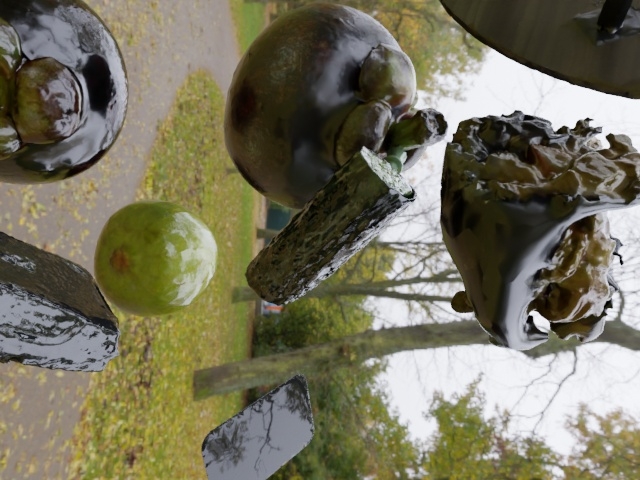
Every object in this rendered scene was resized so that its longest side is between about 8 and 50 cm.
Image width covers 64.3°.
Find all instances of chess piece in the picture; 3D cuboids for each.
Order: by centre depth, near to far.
[{"bbox_3d":[0.092,-0.093,0.663,0.093,0.042,0.042,-59,160,-50],"label":"chess piece"}]

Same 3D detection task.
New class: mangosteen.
[{"bbox_3d":[-0.405,-0.217,0.702,0.313,0.297,0.297,17,-69,39],"label":"mangosteen"},{"bbox_3d":[0.010,-0.190,0.787,0.330,0.330,0.330,-178,-90,-85],"label":"mangosteen"}]

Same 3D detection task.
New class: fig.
[{"bbox_3d":[-0.350,0.038,1.142,0.326,0.258,0.258,-14,106,-84],"label":"fig"}]

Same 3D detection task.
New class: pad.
[{"bbox_3d":[-0.114,0.440,0.987,0.055,0.250,0.323,29,-54,34],"label":"pad"}]

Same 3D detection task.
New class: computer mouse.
[{"bbox_3d":[-0.257,0.044,0.406,0.122,0.073,0.217,45,2,39],"label":"computer mouse"}]

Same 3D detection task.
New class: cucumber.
[{"bbox_3d":[0.001,0.002,0.533,0.211,0.078,0.062,-45,-163,28],"label":"cucumber"}]

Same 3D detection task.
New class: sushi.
[{"bbox_3d":[0.228,-0.009,0.543,0.204,0.200,0.213,79,17,-46],"label":"sushi"}]

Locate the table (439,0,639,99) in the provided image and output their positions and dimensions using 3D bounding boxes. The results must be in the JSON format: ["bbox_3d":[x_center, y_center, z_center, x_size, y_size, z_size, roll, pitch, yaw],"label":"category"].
[{"bbox_3d":[0.210,-0.317,0.376,0.249,0.317,0.317,64,19,-51],"label":"table"}]

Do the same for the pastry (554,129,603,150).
[{"bbox_3d":[0.500,-0.161,1.088,0.189,0.188,0.103,116,-19,-78],"label":"pastry"}]
